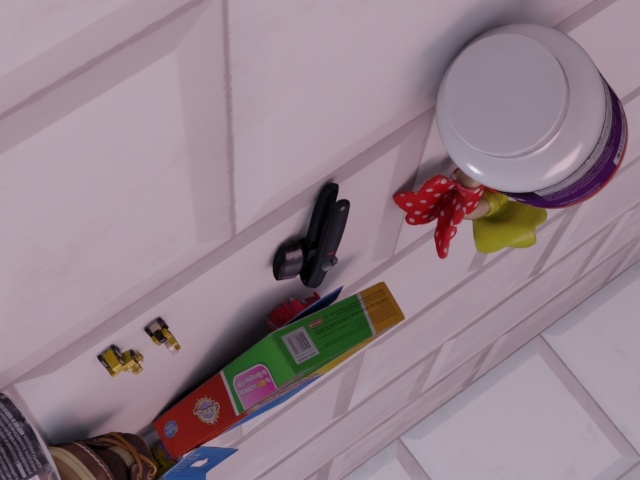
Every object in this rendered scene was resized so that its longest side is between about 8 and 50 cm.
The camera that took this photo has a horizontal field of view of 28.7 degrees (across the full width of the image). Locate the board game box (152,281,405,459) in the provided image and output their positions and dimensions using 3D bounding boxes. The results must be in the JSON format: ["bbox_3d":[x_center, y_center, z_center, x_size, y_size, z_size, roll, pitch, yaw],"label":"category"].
[{"bbox_3d":[-0.061,0.185,1.770,0.242,0.064,0.316,-22,168,-45],"label":"board game box"}]

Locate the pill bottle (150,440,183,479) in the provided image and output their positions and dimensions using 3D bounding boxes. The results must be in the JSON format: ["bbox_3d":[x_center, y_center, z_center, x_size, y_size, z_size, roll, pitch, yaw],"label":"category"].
[{"bbox_3d":[-0.254,0.343,1.921,0.083,0.043,0.043,-40,164,4],"label":"pill bottle"}]

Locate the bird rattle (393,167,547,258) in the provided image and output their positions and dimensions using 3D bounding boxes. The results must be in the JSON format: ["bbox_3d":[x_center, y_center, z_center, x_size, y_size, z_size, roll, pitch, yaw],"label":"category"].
[{"bbox_3d":[0.217,-0.085,1.702,0.253,0.143,0.207,13,116,-54],"label":"bird rattle"}]

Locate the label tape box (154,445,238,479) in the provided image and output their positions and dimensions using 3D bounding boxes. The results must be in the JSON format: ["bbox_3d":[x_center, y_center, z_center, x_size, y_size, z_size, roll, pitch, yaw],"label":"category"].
[{"bbox_3d":[-0.263,0.444,1.881,0.333,0.106,0.240,-33,166,3],"label":"label tape box"}]

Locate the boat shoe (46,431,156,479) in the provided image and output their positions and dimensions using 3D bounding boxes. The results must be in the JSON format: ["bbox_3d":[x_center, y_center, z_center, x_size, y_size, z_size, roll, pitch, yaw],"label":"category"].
[{"bbox_3d":[-0.277,0.292,1.609,0.123,0.123,0.342,-42,170,-16],"label":"boat shoe"}]

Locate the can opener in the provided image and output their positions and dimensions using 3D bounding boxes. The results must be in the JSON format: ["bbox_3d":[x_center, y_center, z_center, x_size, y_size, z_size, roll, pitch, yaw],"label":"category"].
[{"bbox_3d":[0.000,0.000,1.483,0.073,0.059,0.186,-27,162,-32],"label":"can opener"}]

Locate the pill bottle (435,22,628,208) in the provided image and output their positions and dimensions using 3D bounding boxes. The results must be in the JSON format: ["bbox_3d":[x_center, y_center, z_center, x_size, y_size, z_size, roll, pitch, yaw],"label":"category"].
[{"bbox_3d":[0.236,-0.136,1.397,0.181,0.181,0.323,-42,164,13],"label":"pill bottle"}]

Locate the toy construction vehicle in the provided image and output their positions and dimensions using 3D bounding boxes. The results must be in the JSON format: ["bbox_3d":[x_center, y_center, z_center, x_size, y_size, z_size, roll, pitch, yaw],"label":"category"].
[{"bbox_3d":[-0.205,0.132,1.446,0.086,0.035,0.098,-36,164,-6],"label":"toy construction vehicle"}]

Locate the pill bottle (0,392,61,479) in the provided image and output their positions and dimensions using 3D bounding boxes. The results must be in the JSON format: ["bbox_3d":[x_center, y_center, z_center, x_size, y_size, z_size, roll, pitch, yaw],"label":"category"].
[{"bbox_3d":[-0.390,0.263,1.231,0.245,0.130,0.130,-30,162,-26],"label":"pill bottle"}]

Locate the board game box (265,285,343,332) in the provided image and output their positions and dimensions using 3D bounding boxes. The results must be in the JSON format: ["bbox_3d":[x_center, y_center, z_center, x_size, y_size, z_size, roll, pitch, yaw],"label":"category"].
[{"bbox_3d":[-0.035,0.097,1.735,0.133,0.033,0.169,-35,172,-11],"label":"board game box"}]
